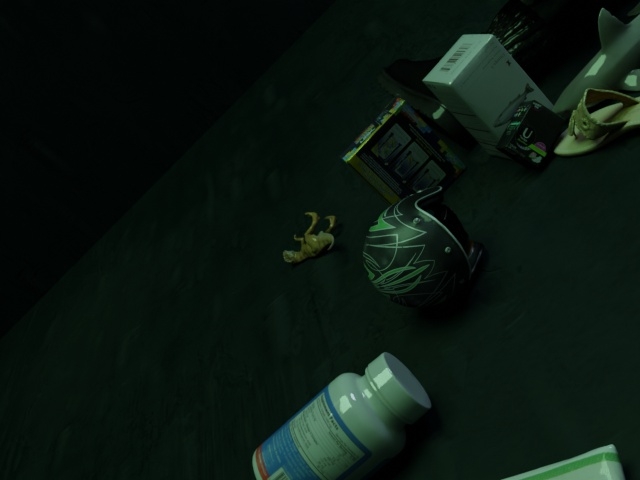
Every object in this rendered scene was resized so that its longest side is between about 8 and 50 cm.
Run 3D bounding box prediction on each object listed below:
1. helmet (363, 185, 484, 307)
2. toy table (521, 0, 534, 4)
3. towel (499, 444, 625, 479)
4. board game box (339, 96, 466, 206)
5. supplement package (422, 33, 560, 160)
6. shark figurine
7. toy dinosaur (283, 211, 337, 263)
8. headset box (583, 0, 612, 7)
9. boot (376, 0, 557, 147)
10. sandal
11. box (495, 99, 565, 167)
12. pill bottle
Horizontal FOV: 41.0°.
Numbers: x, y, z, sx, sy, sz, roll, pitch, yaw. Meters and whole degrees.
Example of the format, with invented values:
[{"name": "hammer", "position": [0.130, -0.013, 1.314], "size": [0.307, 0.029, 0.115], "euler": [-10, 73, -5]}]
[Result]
[{"name": "helmet", "position": [0.141, 0.016, 1.215], "size": [0.169, 0.169, 0.161], "euler": [-28, 13, 39]}, {"name": "toy table", "position": [0.424, -0.585, 1.624], "size": [0.252, 0.274, 0.161], "euler": [15, 71, 28]}, {"name": "towel", "position": [0.176, 0.352, 0.765], "size": [0.247, 0.038, 0.325], "euler": [-31, 28, 34]}, {"name": "board game box", "position": [0.140, -0.133, 1.446], "size": [0.141, 0.170, 0.048], "euler": [-45, 24, 4]}, {"name": "supplement package", "position": [0.270, -0.225, 1.350], "size": [0.105, 0.179, 0.105], "euler": [-49, 22, -2]}, {"name": "shark figurine", "position": [0.450, -0.317, 1.271], "size": [0.278, 0.116, 0.166], "euler": [-56, 25, -15]}, {"name": "toy dinosaur", "position": [0.000, 0.000, 1.651], "size": [0.211, 0.064, 0.112], "euler": [-27, 47, 59]}, {"name": "headset box", "position": [0.488, -0.563, 1.461], "size": [0.293, 0.218, 0.110], "euler": [-53, 21, -15]}, {"name": "boot", "position": [0.266, -0.332, 1.587], "size": [0.260, 0.131, 0.348], "euler": [-52, 32, 8]}, {"name": "sandal", "position": [0.399, -0.184, 1.181], "size": [0.240, 0.079, 0.088], "euler": [-8, 45, 57]}, {"name": "box", "position": [0.315, -0.160, 1.288], "size": [0.083, 0.062, 0.052], "euler": [-59, 10, -1]}, {"name": "pill bottle", "position": [0.030, 0.247, 1.086], "size": [0.221, 0.124, 0.124], "euler": [-42, 23, 11]}]
